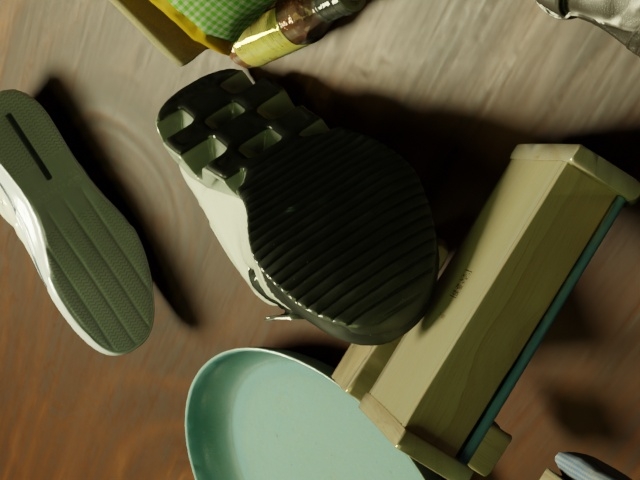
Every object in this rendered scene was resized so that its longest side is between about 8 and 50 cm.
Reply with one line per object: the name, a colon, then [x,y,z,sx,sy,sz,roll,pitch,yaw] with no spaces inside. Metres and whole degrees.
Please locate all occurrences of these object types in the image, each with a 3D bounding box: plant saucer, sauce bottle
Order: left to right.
sauce bottle: [-0.018,-0.153,1.076,0.128,0.042,0.042,-12,106,52]
plant saucer: [0.009,0.223,1.306,0.317,0.043,0.317,27,132,34]

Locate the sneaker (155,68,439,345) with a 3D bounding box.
sneaker: [0.000,0.000,1.077,0.330,0.122,0.146,49,165,54]

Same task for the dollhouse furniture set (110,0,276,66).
dollhouse furniture set: [-0.141,-0.233,0.964,0.301,0.151,0.197,44,132,-13]

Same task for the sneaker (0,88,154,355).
sneaker: [-0.229,-0.015,1.383,0.258,0.094,0.091,63,161,0]

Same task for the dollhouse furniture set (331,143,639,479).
dollhouse furniture set: [0.202,0.102,0.986,0.303,0.198,0.286,33,179,-9]

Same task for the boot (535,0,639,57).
boot: [0.178,-0.193,0.801,0.229,0.091,0.263,45,134,29]
